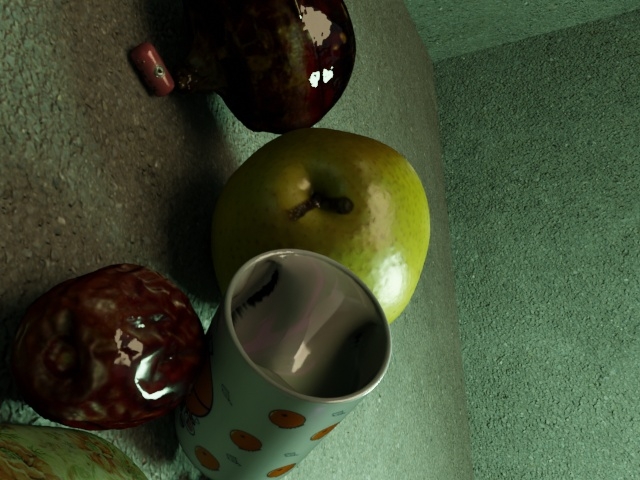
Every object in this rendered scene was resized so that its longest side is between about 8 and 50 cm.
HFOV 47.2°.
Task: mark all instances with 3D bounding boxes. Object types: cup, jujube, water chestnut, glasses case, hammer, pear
[{"bbox_3d":[-0.067,0.190,0.971,0.317,0.212,0.212,121,-14,-45],"label":"cup"},{"bbox_3d":[-0.220,0.117,0.811,0.243,0.183,0.183,34,48,-81],"label":"jujube"},{"bbox_3d":[-0.114,-0.326,1.193,0.350,0.302,0.350,59,-12,22],"label":"water chestnut"},{"bbox_3d":[-0.252,0.230,0.630,0.156,0.098,0.425,42,-6,17],"label":"glasses case"},{"bbox_3d":[-0.251,-0.256,1.101,0.043,0.043,0.083,-77,150,-47],"label":"hammer"},{"bbox_3d":[0.000,0.000,1.178,0.418,0.362,0.362,98,-9,-68],"label":"pear"}]

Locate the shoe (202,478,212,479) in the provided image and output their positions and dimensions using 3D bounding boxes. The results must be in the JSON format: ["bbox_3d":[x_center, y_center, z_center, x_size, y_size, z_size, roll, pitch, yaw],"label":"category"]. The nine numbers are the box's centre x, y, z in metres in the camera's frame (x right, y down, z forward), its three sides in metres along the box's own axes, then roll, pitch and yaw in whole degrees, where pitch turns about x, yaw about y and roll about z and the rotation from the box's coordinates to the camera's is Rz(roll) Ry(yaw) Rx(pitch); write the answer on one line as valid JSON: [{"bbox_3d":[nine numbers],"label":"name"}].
[{"bbox_3d":[-0.138,0.382,1.060,0.106,0.091,0.207,42,42,-25],"label":"shoe"}]
